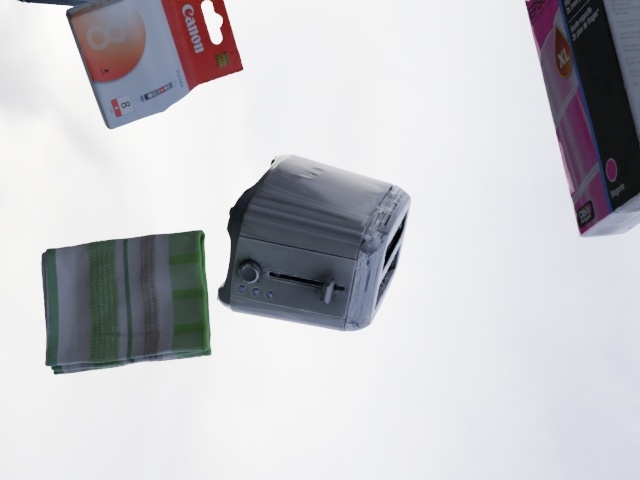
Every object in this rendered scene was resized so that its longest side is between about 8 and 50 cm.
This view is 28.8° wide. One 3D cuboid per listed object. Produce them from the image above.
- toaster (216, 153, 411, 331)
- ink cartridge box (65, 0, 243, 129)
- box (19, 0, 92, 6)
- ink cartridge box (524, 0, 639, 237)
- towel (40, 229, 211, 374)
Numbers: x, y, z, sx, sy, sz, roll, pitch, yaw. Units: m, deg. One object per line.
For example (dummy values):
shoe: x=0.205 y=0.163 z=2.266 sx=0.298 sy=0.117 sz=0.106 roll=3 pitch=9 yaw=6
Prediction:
toaster: x=0.000 y=0.000 z=1.219 sx=0.227 sy=0.147 sz=0.129 roll=-55 pitch=158 yaw=-65
ink cartridge box: x=-0.185 y=-0.223 z=1.436 sx=0.179 sy=0.145 sz=0.045 roll=-19 pitch=-149 yaw=-7
box: x=-0.331 y=-0.336 z=1.607 sx=0.175 sy=0.220 sz=0.051 roll=22 pitch=-70 yaw=41
ink cartridge box: x=0.291 y=-0.202 z=1.304 sx=0.176 sy=0.069 sz=0.370 roll=123 pitch=-39 yaw=-70
towel: x=-0.169 y=0.052 z=1.070 sx=0.152 sy=0.023 sz=0.113 roll=-8 pitch=-99 yaw=16
